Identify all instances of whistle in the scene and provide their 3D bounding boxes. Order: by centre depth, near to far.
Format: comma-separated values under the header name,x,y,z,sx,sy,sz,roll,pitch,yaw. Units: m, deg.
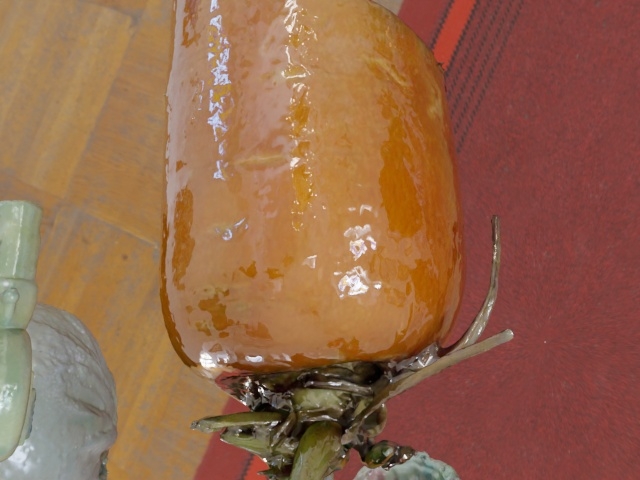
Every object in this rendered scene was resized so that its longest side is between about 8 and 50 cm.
name,x,y,z,sx,sy,sz,roll,pitch,yaw
whistle,-0.291,0.091,0.612,0.126,0.067,0.258,-15,70,57

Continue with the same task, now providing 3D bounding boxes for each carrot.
name,x,y,z,sx,sy,sz,roll,pitch,yaw
carrot,0.000,0.000,0.428,0.214,0.193,0.331,4,76,-6

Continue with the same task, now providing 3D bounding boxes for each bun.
name,x,y,z,sx,sy,sz,roll,pitch,yaw
bun,-0.394,0.253,0.905,0.211,0.362,0.361,9,83,-24

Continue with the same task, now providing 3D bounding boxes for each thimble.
name,x,y,z,sx,sy,sz,roll,pitch,yaw
thimble,0.143,0.431,1.010,0.211,0.185,0.149,-8,104,34
